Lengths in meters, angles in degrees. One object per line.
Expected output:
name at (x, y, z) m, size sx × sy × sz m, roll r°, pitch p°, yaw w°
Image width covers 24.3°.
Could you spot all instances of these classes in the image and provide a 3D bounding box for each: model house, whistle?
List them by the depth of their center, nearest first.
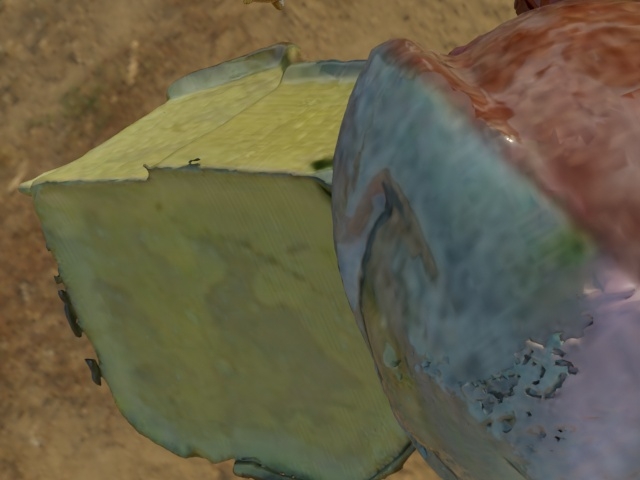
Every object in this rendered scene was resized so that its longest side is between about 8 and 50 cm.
whistle at (0.102, 0.045, 0.331) m, size 0.134 × 0.142 × 0.346 m, roll -29°, pitch 43°, yaw -8°
model house at (0.000, 0.000, 1.084) m, size 0.321 × 0.261 × 0.266 m, roll 1°, pitch 32°, yaw 35°

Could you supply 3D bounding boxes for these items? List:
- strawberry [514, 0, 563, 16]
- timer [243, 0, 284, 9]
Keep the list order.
strawberry at (0.245, -0.071, 0.641) m, size 0.265 × 0.336 × 0.149 m, roll -59°, pitch 20°, yaw 2°
timer at (-0.039, -0.252, 1.126) m, size 0.132 × 0.132 × 0.152 m, roll 4°, pitch 94°, yaw 33°
